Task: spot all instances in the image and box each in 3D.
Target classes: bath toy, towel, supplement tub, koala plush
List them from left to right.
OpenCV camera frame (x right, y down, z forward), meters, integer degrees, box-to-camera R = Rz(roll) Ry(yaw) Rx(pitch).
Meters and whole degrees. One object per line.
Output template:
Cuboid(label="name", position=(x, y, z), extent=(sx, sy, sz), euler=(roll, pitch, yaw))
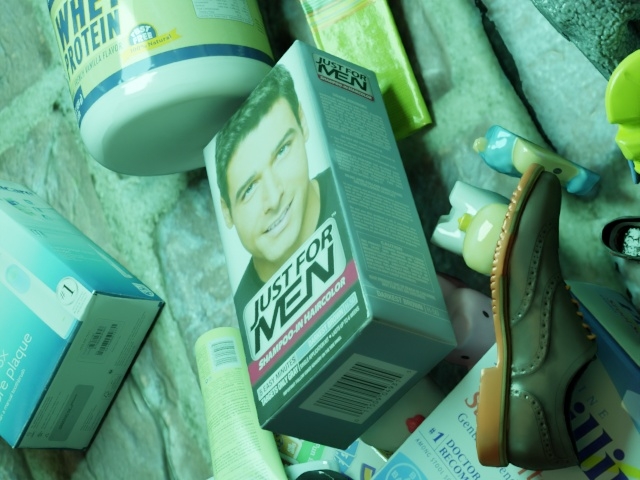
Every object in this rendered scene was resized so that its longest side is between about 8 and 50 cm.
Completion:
Cuboid(label="supplement tub", position=(-0.186, -0.255, 1.984), extent=(0.228, 0.228, 0.316), euler=(-29, 67, 29))
Cuboid(label="towel", position=(0.039, -0.214, 1.922), extent=(0.102, 0.021, 0.237), euler=(-27, 76, 33))
Cuboid(label="bath toy", position=(0.147, 0.065, 1.764), extent=(0.129, 0.151, 0.348), euler=(26, 100, 0))
Cuboid(label="koala plush", position=(0.315, -0.262, 1.663), extent=(0.221, 0.203, 0.196), euler=(-44, 60, 9))

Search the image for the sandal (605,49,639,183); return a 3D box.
Cuboid(label="sandal", position=(0.340, -0.031, 1.600), extent=(0.126, 0.138, 0.317), euler=(-7, 103, 15))

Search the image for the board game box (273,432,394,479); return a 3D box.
Cuboid(label="board game box", position=(0.026, 0.259, 1.873), extent=(0.259, 0.039, 0.124), euler=(39, 107, 31))

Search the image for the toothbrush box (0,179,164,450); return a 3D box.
Cuboid(label="toothbrush box", position=(-0.360, 0.081, 2.122), extent=(0.295, 0.126, 0.216), euler=(38, 105, 35))

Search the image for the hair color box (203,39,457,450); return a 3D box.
Cuboid(label="hair color box", position=(0.000, 0.000, 1.789), extent=(0.185, 0.114, 0.374), euler=(-46, 40, 33))

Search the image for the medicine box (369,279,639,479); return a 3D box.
Cuboid(label="medicine box", position=(0.237, 0.229, 1.652), extent=(0.289, 0.149, 0.263), euler=(-51, 58, 19))

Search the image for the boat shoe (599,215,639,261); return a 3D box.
Cuboid(label="boat shoe", position=(0.330, 0.002, 1.688), extent=(0.133, 0.042, 0.049), euler=(4, 82, 35))

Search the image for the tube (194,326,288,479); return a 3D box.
Cuboid(label="tube", position=(-0.088, 0.200, 1.899), extent=(0.240, 0.062, 0.070), euler=(-106, 27, -43))

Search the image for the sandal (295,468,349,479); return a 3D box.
Cuboid(label="sandal", position=(-0.022, 0.359, 1.812), extent=(0.097, 0.054, 0.254), euler=(5, 92, 35))

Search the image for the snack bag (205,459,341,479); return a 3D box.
Cuboid(label="snack bag", position=(-0.080, 0.405, 1.907), extent=(0.342, 0.037, 0.323), euler=(-19, 78, 34))

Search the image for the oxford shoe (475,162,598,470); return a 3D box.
Cuboid(label="oxford shoe", position=(0.200, 0.068, 1.570), extent=(0.098, 0.097, 0.271), euler=(5, 89, 16))
